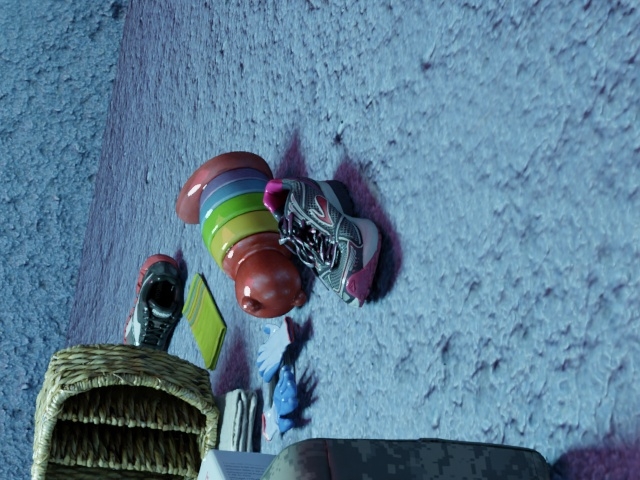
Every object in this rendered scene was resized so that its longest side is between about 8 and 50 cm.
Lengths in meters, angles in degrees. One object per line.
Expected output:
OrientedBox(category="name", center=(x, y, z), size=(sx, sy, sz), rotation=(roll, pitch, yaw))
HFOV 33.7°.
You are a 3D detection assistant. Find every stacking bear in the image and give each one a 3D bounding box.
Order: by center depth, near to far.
OrientedBox(category="stacking bear", center=(-0.113, 0.006, 1.742), size=(0.164, 0.175, 0.289), rotation=(111, 146, -43))

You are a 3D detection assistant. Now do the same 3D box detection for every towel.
OrientedBox(category="towel", center=(-0.177, 0.366, 1.879), size=(0.282, 0.049, 0.187), rotation=(153, 124, -64))
OrientedBox(category="towel", center=(-0.236, 0.160, 2.126), size=(0.237, 0.021, 0.102), rotation=(-126, 49, -59))

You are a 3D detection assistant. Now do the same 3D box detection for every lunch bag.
OrientedBox(category="lunch bag", center=(0.080, 0.337, 0.960), size=(0.256, 0.305, 0.213), rotation=(-102, 30, -43))

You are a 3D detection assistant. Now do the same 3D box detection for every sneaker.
OrientedBox(category="sneaker", center=(0.000, 0.000, 1.518), size=(0.299, 0.112, 0.121), rotation=(-126, 49, -58))
OrientedBox(category="sneaker", center=(-0.369, 0.173, 2.331), size=(0.135, 0.097, 0.276), rotation=(-145, 68, -67))

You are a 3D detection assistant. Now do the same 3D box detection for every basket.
OrientedBox(category="basket", center=(-0.327, 0.323, 1.804), size=(0.223, 0.299, 0.214), rotation=(-105, 33, -51))

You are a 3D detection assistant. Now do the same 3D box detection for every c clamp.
OrientedBox(category="c clamp", center=(-0.058, 0.210, 1.697), size=(0.137, 0.022, 0.161), rotation=(123, 146, -53))

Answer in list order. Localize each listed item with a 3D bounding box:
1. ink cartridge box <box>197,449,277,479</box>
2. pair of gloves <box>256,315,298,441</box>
OrientedBox(category="ink cartridge box", center=(-0.099, 0.484, 1.546), size=(0.307, 0.129, 0.223), rotation=(-130, 53, -61))
OrientedBox(category="pair of gloves", center=(-0.070, 0.213, 1.664), size=(0.159, 0.023, 0.198), rotation=(123, 145, -52))
